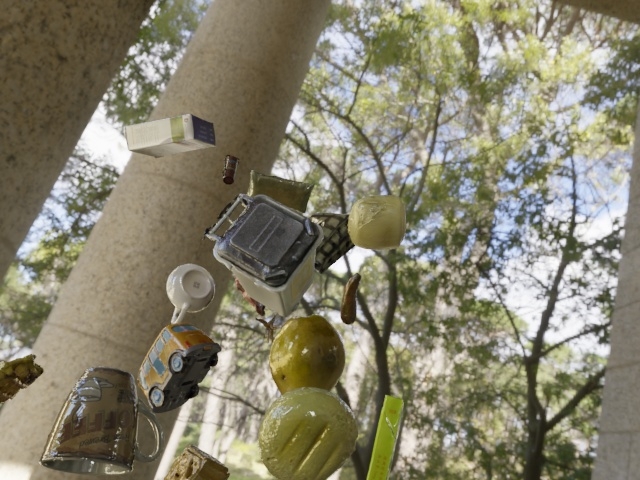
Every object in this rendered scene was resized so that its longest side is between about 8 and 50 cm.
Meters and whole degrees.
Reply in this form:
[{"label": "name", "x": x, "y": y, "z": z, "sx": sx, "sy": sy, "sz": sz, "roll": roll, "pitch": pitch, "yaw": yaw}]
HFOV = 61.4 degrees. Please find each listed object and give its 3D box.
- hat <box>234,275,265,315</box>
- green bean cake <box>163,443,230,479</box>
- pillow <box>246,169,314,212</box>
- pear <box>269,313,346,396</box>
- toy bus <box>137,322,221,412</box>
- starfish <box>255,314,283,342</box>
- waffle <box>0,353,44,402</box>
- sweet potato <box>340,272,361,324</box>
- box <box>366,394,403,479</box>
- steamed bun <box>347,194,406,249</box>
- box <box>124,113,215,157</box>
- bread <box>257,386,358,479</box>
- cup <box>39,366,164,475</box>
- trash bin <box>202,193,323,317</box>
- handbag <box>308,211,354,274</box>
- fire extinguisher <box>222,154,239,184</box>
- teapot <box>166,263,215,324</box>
[{"label": "hat", "x": -0.267, "y": 0.143, "z": 2.132, "sx": 0.107, "sy": 0.286, "sz": 0.236, "roll": -19, "pitch": -65, "yaw": 2}, {"label": "green bean cake", "x": -0.406, "y": 0.765, "z": 1.663, "sx": 0.131, "sy": 0.224, "sz": 0.230, "roll": 41, "pitch": -25, "yaw": -19}, {"label": "pillow", "x": -0.195, "y": -0.223, "z": 2.490, "sx": 0.303, "sy": 0.074, "sz": 0.184, "roll": 11, "pitch": -47, "yaw": -10}, {"label": "pear", "x": -0.028, "y": 0.505, "z": 2.253, "sx": 0.341, "sy": 0.386, "sz": 0.191, "roll": 2, "pitch": -8, "yaw": -36}, {"label": "toy bus", "x": -0.349, "y": 0.298, "z": 1.292, "sx": 0.136, "sy": 0.209, "sz": 0.126, "roll": 41, "pitch": 17, "yaw": 27}, {"label": "starfish", "x": -0.236, "y": 0.380, "z": 2.429, "sx": 0.130, "sy": 0.133, "sz": 0.041, "roll": 33, "pitch": 9, "yaw": 8}, {"label": "waffle", "x": -0.757, "y": 0.344, "z": 1.239, "sx": 0.051, "sy": 0.291, "sz": 0.291, "roll": 55, "pitch": -19, "yaw": 9}, {"label": "sweet potato", "x": 0.122, "y": 0.245, "z": 2.223, "sx": 0.075, "sy": 0.075, "sz": 0.273, "roll": 13, "pitch": -56, "yaw": 13}, {"label": "box", "x": 0.132, "y": 0.520, "z": 1.205, "sx": 0.047, "sy": 0.334, "sz": 0.187, "roll": 11, "pitch": -16, "yaw": 13}, {"label": "steamed bun", "x": 0.233, "y": -0.052, "z": 2.219, "sx": 0.232, "sy": 0.166, "sz": 0.272, "roll": -3, "pitch": -42, "yaw": -8}, {"label": "box", "x": -0.610, "y": -0.425, "z": 2.203, "sx": 0.300, "sy": 0.106, "sz": 0.200, "roll": -8, "pitch": 0, "yaw": 15}, {"label": "bread", "x": -0.043, "y": 0.620, "z": 1.714, "sx": 0.321, "sy": 0.320, "sz": 0.237, "roll": 15, "pitch": 1, "yaw": 8}, {"label": "cup", "x": -0.562, "y": 0.495, "z": 1.466, "sx": 0.301, "sy": 0.256, "sz": 0.227, "roll": 24, "pitch": -37, "yaw": -28}, {"label": "trash bin", "x": -0.160, "y": 0.058, "z": 1.655, "sx": 0.296, "sy": 0.255, "sz": 0.367, "roll": 27, "pitch": -24, "yaw": 16}, {"label": "handbag", "x": 0.000, "y": 0.000, "z": 2.545, "sx": 0.325, "sy": 0.327, "sz": 0.162, "roll": 8, "pitch": -46, "yaw": 51}, {"label": "fire extinguisher", "x": -0.290, "y": -0.235, "z": 1.739, "sx": 0.056, "sy": 0.132, "sz": 0.039, "roll": 34, "pitch": -53, "yaw": -30}, {"label": "teapot", "x": -0.545, "y": 0.209, "z": 2.233, "sx": 0.204, "sy": 0.298, "sz": 0.139, "roll": 35, "pitch": -39, "yaw": -23}]
